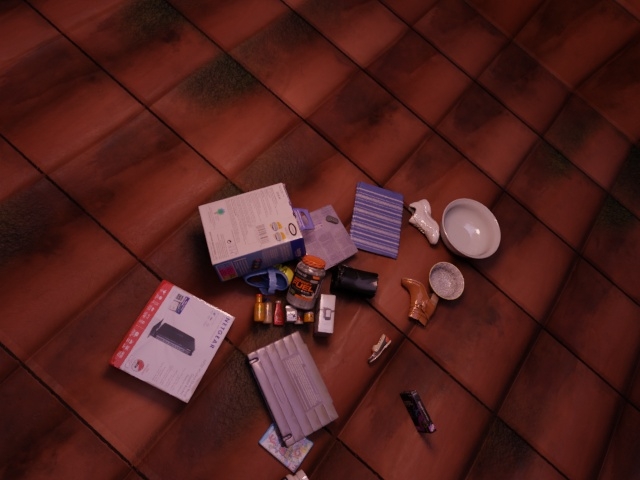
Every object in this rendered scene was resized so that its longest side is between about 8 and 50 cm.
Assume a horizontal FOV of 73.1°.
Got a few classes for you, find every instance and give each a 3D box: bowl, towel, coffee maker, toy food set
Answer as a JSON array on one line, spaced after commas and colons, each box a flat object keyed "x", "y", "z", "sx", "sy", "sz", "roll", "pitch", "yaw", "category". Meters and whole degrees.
[{"x": 0.544, "y": 0.188, "z": 1.925, "sx": 0.170, "sy": 0.080, "sz": 0.170, "roll": 6, "pitch": 68, "yaw": -15, "category": "bowl"}, {"x": 0.257, "y": -0.097, "z": 1.985, "sx": 0.243, "sy": 0.040, "sz": 0.336, "roll": 15, "pitch": 68, "yaw": -12, "category": "towel"}, {"x": 0.674, "y": -0.037, "z": 2.021, "sx": 0.298, "sy": 0.134, "sz": 0.297, "roll": 5, "pitch": 68, "yaw": -13, "category": "bowl"}, {"x": 0.143, "y": 0.174, "z": 1.766, "sx": 0.178, "sy": 0.171, "sz": 0.120, "roll": 13, "pitch": 93, "yaw": -8, "category": "coffee maker"}, {"x": -0.144, "y": 0.270, "z": 1.677, "sx": 0.232, "sy": 0.111, "sz": 0.104, "roll": 2, "pitch": 69, "yaw": -12, "category": "toy food set"}]

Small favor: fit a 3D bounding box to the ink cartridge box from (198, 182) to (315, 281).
[{"x": -0.223, "y": -0.042, "z": 1.612, "sx": 0.395, "sy": 0.151, "sz": 0.270, "roll": -18, "pitch": 61, "yaw": -7, "category": "ink cartridge box"}]

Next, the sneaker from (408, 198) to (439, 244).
[{"x": 0.472, "y": -0.079, "z": 2.015, "sx": 0.115, "sy": 0.090, "sz": 0.232, "roll": -11, "pitch": 64, "yaw": -13, "category": "sneaker"}]

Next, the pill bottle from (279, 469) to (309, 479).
[{"x": -0.118, "y": 0.861, "z": 1.465, "sx": 0.169, "sy": 0.094, "sz": 0.094, "roll": -26, "pitch": 78, "yaw": -23, "category": "pill bottle"}]

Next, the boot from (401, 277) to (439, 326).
[{"x": 0.408, "y": 0.264, "z": 1.864, "sx": 0.197, "sy": 0.073, "sz": 0.152, "roll": 33, "pitch": 68, "yaw": 1, "category": "boot"}]

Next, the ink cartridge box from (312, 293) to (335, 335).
[{"x": 0.014, "y": 0.298, "z": 1.713, "sx": 0.063, "sy": 0.109, "sz": 0.150, "roll": 9, "pitch": 67, "yaw": -10, "category": "ink cartridge box"}]

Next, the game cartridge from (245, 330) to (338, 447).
[{"x": -0.104, "y": 0.542, "z": 1.606, "sx": 0.230, "sy": 0.068, "sz": 0.355, "roll": -19, "pitch": 74, "yaw": -29, "category": "game cartridge"}]

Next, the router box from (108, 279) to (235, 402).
[{"x": -0.521, "y": 0.358, "z": 1.551, "sx": 0.301, "sy": 0.082, "sz": 0.335, "roll": 28, "pitch": 64, "yaw": -4, "category": "router box"}]

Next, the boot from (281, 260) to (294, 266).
[{"x": -0.234, "y": 0.022, "z": 1.757, "sx": 0.246, "sy": 0.094, "sz": 0.207, "roll": -12, "pitch": 69, "yaw": -26, "category": "boot"}]

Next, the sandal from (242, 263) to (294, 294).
[{"x": -0.261, "y": 0.115, "z": 1.665, "sx": 0.317, "sy": 0.126, "sz": 0.138, "roll": 22, "pitch": 29, "yaw": 5, "category": "sandal"}]

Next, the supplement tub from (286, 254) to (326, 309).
[{"x": -0.051, "y": 0.159, "z": 1.658, "sx": 0.117, "sy": 0.117, "sz": 0.190, "roll": 16, "pitch": 103, "yaw": -10, "category": "supplement tub"}]

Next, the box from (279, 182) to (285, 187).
[{"x": -0.172, "y": -0.170, "z": 1.827, "sx": 0.027, "sy": 0.137, "sz": 0.094, "roll": 6, "pitch": 68, "yaw": -13, "category": "box"}]

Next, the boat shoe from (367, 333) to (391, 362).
[{"x": 0.232, "y": 0.440, "z": 1.756, "sx": 0.043, "sy": 0.049, "sz": 0.137, "roll": 45, "pitch": 62, "yaw": 8, "category": "boat shoe"}]

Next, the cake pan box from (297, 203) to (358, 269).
[{"x": 0.000, "y": 0.000, "z": 1.811, "sx": 0.267, "sy": 0.070, "sz": 0.245, "roll": -27, "pitch": 81, "yaw": -38, "category": "cake pan box"}]

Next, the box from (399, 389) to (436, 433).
[{"x": 0.374, "y": 0.662, "z": 1.672, "sx": 0.029, "sy": 0.116, "sz": 0.162, "roll": -20, "pitch": 75, "yaw": -21, "category": "box"}]

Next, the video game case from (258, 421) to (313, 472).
[{"x": -0.123, "y": 0.731, "z": 1.558, "sx": 0.166, "sy": 0.015, "sz": 0.119, "roll": 40, "pitch": 64, "yaw": 2, "category": "video game case"}]
